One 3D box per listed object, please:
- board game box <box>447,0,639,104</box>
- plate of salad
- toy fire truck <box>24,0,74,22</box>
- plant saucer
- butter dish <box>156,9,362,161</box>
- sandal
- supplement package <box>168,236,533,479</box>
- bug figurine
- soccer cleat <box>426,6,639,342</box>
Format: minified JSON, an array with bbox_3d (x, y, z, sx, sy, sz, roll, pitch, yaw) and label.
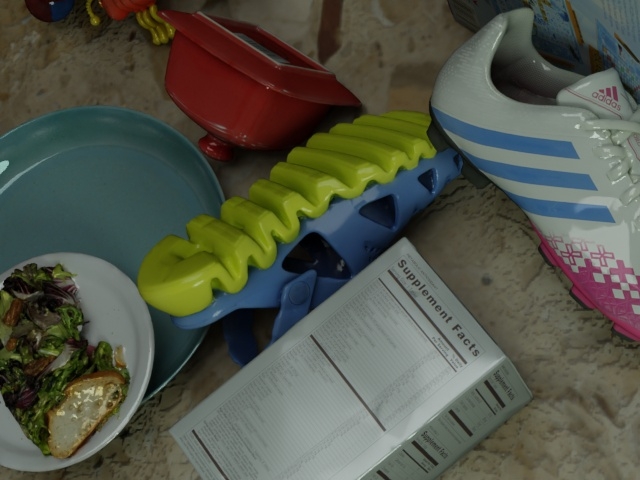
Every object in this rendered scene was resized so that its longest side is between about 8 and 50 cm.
[{"bbox_3d":[0.212,-0.194,1.114,0.318,0.319,0.066,38,84,25],"label":"board game box"},{"bbox_3d":[-0.241,0.101,1.243,0.199,0.048,0.200,-6,69,15],"label":"plate of salad"},{"bbox_3d":[-0.276,-0.345,1.356,0.169,0.302,0.254,-11,89,-21],"label":"toy fire truck"},{"bbox_3d":[-0.226,0.027,1.316,0.317,0.044,0.318,-6,69,15],"label":"plant saucer"},{"bbox_3d":[-0.072,-0.126,1.287,0.160,0.160,0.118,36,107,25],"label":"butter dish"},{"bbox_3d":[0.000,0.000,1.223,0.317,0.138,0.126,-33,26,-13],"label":"sandal"},{"bbox_3d":[0.029,0.139,1.144,0.244,0.134,0.139,-39,64,0],"label":"supplement package"},{"bbox_3d":[-0.151,-0.338,1.354,0.216,0.072,0.279,-13,73,53],"label":"bug figurine"},{"bbox_3d":[0.223,-0.045,1.115,0.331,0.116,0.143,44,132,13],"label":"soccer cleat"}]
